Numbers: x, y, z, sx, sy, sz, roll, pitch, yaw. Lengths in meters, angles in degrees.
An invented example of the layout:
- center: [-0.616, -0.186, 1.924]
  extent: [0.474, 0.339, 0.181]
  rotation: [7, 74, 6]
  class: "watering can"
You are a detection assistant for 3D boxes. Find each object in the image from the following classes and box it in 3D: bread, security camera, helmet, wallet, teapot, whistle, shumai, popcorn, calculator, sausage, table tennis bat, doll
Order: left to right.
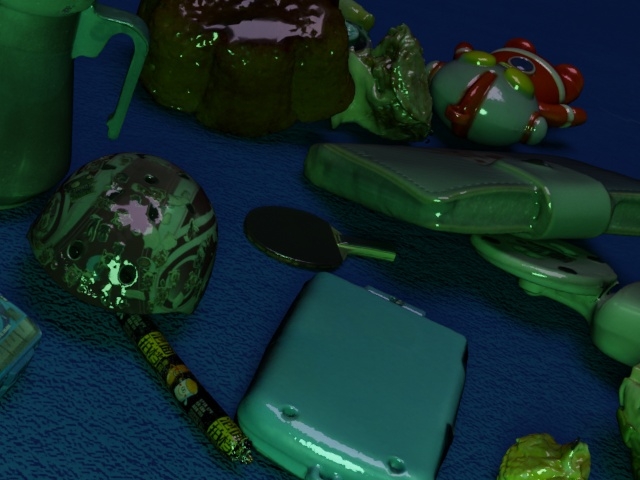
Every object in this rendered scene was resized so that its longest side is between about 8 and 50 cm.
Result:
- center: [-0.262, -0.150, 1.208]
  extent: [0.203, 0.225, 0.171]
  rotation: [17, 31, -14]
  class: "teapot"
- center: [-0.152, -0.015, 1.165]
  extent: [0.153, 0.107, 0.177]
  rotation: [27, 13, 0]
  class: "helmet"
- center: [-0.111, 0.108, 1.100]
  extent: [0.198, 0.028, 0.025]
  rotation: [47, 10, 34]
  class: "sausage"
- center: [-0.090, -0.231, 1.537]
  extent: [0.247, 0.135, 0.232]
  rotation: [-7, 53, -17]
  class: "bread"
- center: [-0.006, -0.343, 1.894]
  extent: [0.198, 0.057, 0.104]
  rotation: [38, 32, 25]
  class: "whistle"
- center: [0.000, 0.000, 1.376]
  extent: [0.158, 0.014, 0.095]
  rotation: [10, 31, -21]
  class: "table tennis bat"
- center: [0.035, 0.121, 1.163]
  extent: [0.173, 0.051, 0.293]
  rotation: [26, 29, 1]
  class: "calculator"
- center: [0.061, -0.169, 1.613]
  extent: [0.116, 0.145, 0.145]
  rotation: [-15, 42, -15]
  class: "shumai"
- center: [0.189, -0.056, 1.488]
  extent: [0.360, 0.083, 0.252]
  rotation: [0, 13, -35]
  class: "wallet"
- center: [0.228, -0.191, 1.770]
  extent: [0.200, 0.105, 0.336]
  rotation: [34, 29, 16]
  class: "doll"
- center: [0.189, 0.187, 1.141]
  extent: [0.084, 0.084, 0.084]
  rotation: [18, 29, -11]
  class: "popcorn"
- center: [0.284, 0.065, 1.423]
  extent: [0.302, 0.080, 0.157]
  rotation: [25, 19, 24]
  class: "security camera"

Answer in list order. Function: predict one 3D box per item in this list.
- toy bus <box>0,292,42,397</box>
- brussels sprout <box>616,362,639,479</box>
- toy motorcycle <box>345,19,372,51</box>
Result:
- center: [-0.254, 0.095, 0.994]
  extent: [0.061, 0.051, 0.153]
  rotation: [38, 29, -1]
  class: "toy bus"
- center: [0.326, 0.189, 1.230]
  extent: [0.139, 0.100, 0.181]
  rotation: [7, 31, -47]
  class: "brussels sprout"
- center: [-0.084, -0.289, 1.718]
  extent: [0.198, 0.109, 0.296]
  rotation: [-15, 48, -35]
  class: "toy motorcycle"
